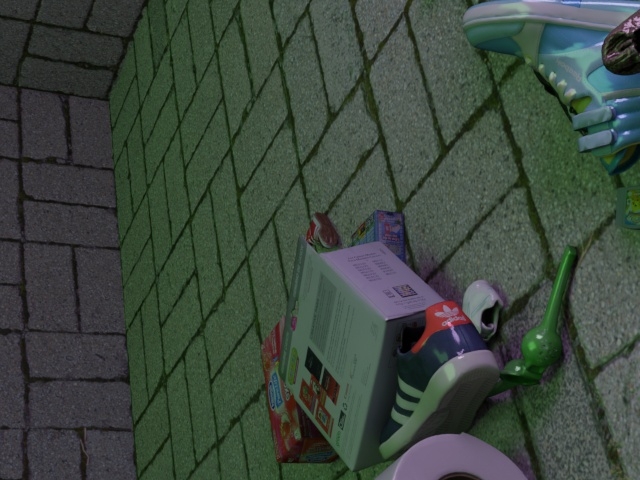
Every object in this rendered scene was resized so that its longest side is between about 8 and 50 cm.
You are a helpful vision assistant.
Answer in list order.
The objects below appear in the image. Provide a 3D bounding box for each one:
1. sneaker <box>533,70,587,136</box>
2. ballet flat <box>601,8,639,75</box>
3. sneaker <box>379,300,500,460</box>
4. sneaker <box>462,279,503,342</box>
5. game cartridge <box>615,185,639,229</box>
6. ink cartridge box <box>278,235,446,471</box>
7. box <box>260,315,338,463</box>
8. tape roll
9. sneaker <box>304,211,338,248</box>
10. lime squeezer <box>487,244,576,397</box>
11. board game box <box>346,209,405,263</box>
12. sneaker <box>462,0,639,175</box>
[{"bbox_3d":[0.344,-0.218,1.465,0.234,0.078,0.106,64,-178,18],"label":"sneaker"},{"bbox_3d":[0.419,-0.269,1.196,0.250,0.084,0.058,-36,4,15],"label":"ballet flat"},{"bbox_3d":[0.161,0.213,1.640,0.148,0.131,0.350,67,152,28],"label":"sneaker"},{"bbox_3d":[0.232,0.138,1.644,0.061,0.054,0.152,46,125,55],"label":"sneaker"},{"bbox_3d":[0.402,-0.041,1.364,0.083,0.017,0.055,175,96,-65],"label":"game cartridge"},{"bbox_3d":[0.060,0.171,1.805,0.272,0.130,0.309,45,135,44],"label":"ink cartridge box"},{"bbox_3d":[-0.025,0.287,2.078,0.128,0.123,0.256,127,141,-49],"label":"box"},{"bbox_3d":[0.167,0.412,1.495,0.169,0.246,0.246,126,142,-47],"label":"tape roll"},{"bbox_3d":[0.000,0.000,2.184,0.118,0.042,0.067,-109,38,-56],"label":"sneaker"},{"bbox_3d":[0.284,0.155,1.525,0.110,0.059,0.310,-112,36,-44],"label":"lime squeezer"},{"bbox_3d":[0.094,0.077,1.946,0.194,0.060,0.194,131,138,-51],"label":"board game box"},{"bbox_3d":[0.312,-0.192,1.347,0.319,0.127,0.208,11,100,35],"label":"sneaker"}]
